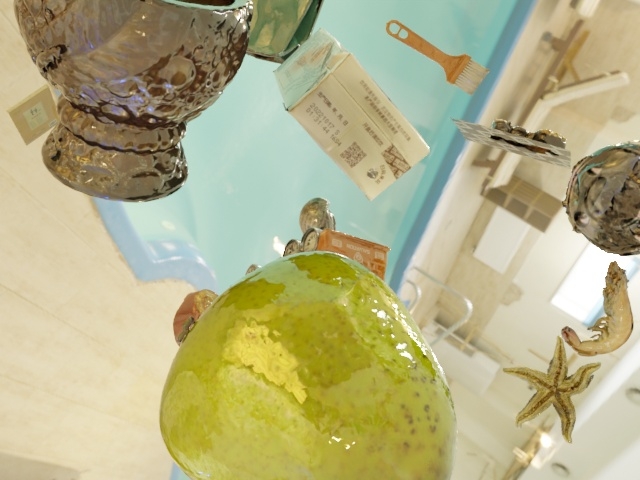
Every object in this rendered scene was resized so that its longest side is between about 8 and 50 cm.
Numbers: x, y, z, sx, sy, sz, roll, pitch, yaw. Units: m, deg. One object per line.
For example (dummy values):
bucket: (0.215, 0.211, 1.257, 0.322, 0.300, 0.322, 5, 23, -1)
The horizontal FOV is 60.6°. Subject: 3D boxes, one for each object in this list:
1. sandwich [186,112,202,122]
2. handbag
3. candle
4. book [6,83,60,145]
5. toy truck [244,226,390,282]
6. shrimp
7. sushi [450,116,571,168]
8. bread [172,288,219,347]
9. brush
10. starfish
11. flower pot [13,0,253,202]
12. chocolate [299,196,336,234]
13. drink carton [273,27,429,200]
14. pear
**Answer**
sandwich: (-0.336, -0.241, 0.987, 0.235, 0.128, 0.122, -36, 136, -49)
handbag: (-0.128, -0.654, 1.598, 0.100, 0.268, 0.274, 27, 86, -60)
candle: (0.588, -0.080, 0.934, 0.330, 0.187, 0.187, -9, 134, -31)
book: (-0.727, -0.318, 1.398, 0.118, 0.012, 0.172, -47, 178, -23)
toy truck: (-0.030, 0.126, 1.190, 0.173, 0.207, 0.387, 17, 152, -29)
shrimp: (0.449, 0.117, 0.894, 0.124, 0.034, 0.178, -19, 118, 1)
sushi: (0.485, -0.263, 1.366, 0.264, 0.290, 0.050, 7, 103, -65)
bread: (-0.223, 0.157, 1.040, 0.192, 0.119, 0.067, -18, -163, 38)
brush: (0.315, -0.517, 1.514, 0.090, 0.314, 0.017, -57, -171, 25)
starfish: (0.449, 0.291, 1.097, 0.053, 0.176, 0.208, 21, 94, -55)
flower pot: (-0.241, -0.208, 0.691, 0.266, 0.266, 0.267, -25, 146, -50)
chocolate: (0.000, 0.000, 1.576, 0.110, 0.110, 0.248, -17, 99, -56)
drink carton: (0.038, -0.225, 0.911, 0.132, 0.324, 0.194, -41, 115, 13)
pear: (0.008, 0.190, 0.643, 0.342, 0.318, 0.238, -40, 142, -21)
